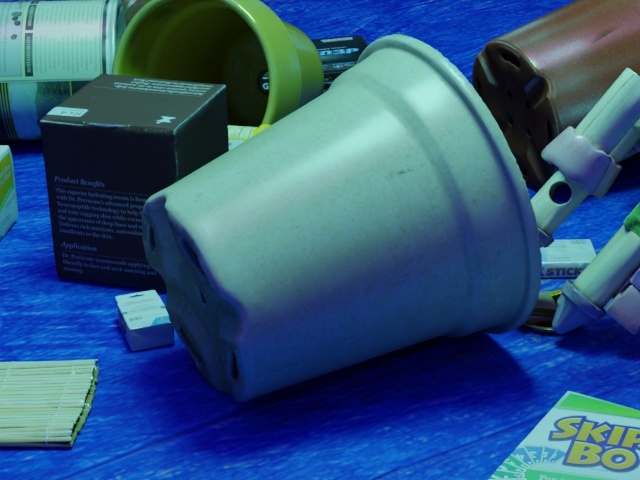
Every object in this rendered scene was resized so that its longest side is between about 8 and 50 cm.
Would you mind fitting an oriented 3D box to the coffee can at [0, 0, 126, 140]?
[{"bbox_3d":[-0.418,-0.241,2.156,0.275,0.202,0.201,-2,25,-1],"label":"coffee can"}]

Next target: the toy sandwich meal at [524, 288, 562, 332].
[{"bbox_3d":[0.247,0.072,1.649,0.085,0.029,0.085,-1,25,1],"label":"toy sandwich meal"}]

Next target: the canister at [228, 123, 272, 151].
[{"bbox_3d":[-0.133,-0.087,1.907,0.170,0.126,0.073,6,-8,19],"label":"canister"}]

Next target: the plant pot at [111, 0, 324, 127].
[{"bbox_3d":[-0.116,-0.216,2.071,0.254,0.254,0.239,11,12,25],"label":"plant pot"}]

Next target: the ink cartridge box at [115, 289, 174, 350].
[{"bbox_3d":[-0.191,0.086,1.645,0.048,0.028,0.083,-9,26,-16],"label":"ink cartridge box"}]

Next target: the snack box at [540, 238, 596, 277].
[{"bbox_3d":[0.231,0.021,1.770,0.178,0.022,0.064,-1,26,0],"label":"snack box"}]

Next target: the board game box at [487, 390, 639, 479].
[{"bbox_3d":[0.235,0.209,1.357,0.124,0.039,0.259,14,26,28],"label":"board game box"}]

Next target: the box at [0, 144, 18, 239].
[{"bbox_3d":[-0.490,-0.054,1.873,0.203,0.103,0.114,2,25,7],"label":"box"}]

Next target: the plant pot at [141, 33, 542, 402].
[{"bbox_3d":[0.000,0.000,1.527,0.305,0.334,0.334,-24,32,-20],"label":"plant pot"}]

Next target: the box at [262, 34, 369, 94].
[{"bbox_3d":[-0.023,-0.264,2.363,0.220,0.051,0.175,-6,25,-8],"label":"box"}]

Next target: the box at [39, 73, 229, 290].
[{"bbox_3d":[-0.209,-0.069,1.774,0.168,0.203,0.167,7,26,16],"label":"box"}]

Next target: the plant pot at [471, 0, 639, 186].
[{"bbox_3d":[0.361,-0.206,2.004,0.265,0.272,0.272,-21,30,-20],"label":"plant pot"}]

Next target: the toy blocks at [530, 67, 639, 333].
[{"bbox_3d":[0.344,0.012,1.589,0.288,0.260,0.309,40,10,9],"label":"toy blocks"}]

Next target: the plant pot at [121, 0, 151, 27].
[{"bbox_3d":[-0.237,-0.310,2.367,0.165,0.167,0.167,27,36,32],"label":"plant pot"}]

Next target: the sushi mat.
[{"bbox_3d":[-0.385,0.160,1.507,0.316,0.019,0.151,-1,24,1],"label":"sushi mat"}]
